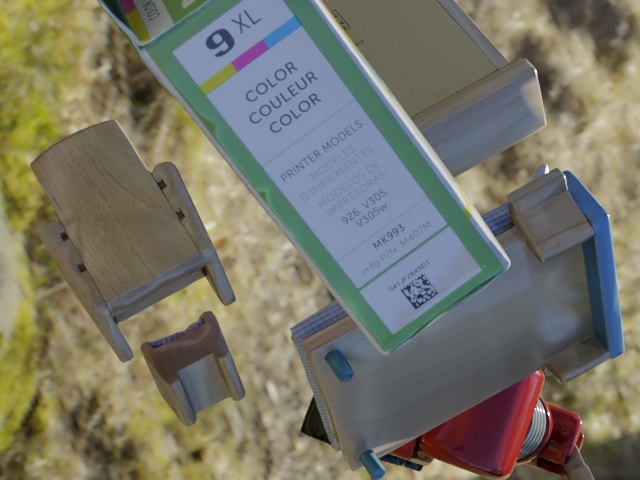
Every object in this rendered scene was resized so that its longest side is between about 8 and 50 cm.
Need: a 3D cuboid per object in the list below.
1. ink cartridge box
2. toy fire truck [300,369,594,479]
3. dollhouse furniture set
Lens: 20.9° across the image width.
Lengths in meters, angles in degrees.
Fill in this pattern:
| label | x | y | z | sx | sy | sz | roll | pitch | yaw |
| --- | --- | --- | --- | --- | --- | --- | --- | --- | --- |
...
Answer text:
| label | x | y | z | sx | sy | sz | roll | pitch | yaw |
| --- | --- | --- | --- | --- | --- | --- | --- | --- | --- |
| ink cartridge box | -0.021 | -0.066 | 0.637 | 0.209 | 0.062 | 0.109 | 51 | 5 | -26 |
| toy fire truck | 0.128 | 0.147 | 1.219 | 0.158 | 0.246 | 0.217 | -70 | 162 | -5 |
| dollhouse furniture set | 0.000 | 0.000 | 1.035 | 0.198 | 0.286 | 0.303 | 55 | -10 | 41 |
